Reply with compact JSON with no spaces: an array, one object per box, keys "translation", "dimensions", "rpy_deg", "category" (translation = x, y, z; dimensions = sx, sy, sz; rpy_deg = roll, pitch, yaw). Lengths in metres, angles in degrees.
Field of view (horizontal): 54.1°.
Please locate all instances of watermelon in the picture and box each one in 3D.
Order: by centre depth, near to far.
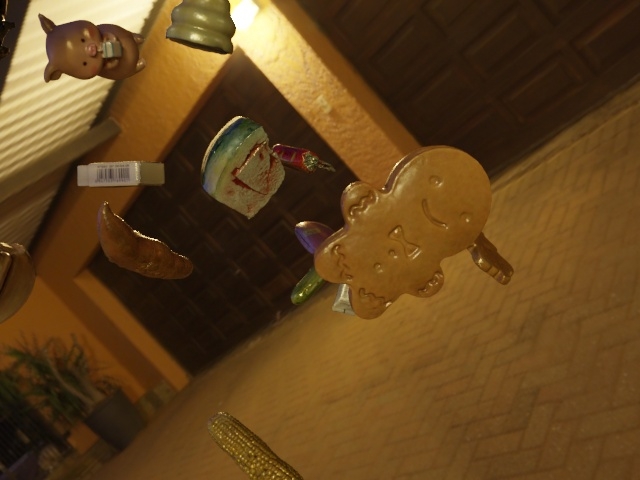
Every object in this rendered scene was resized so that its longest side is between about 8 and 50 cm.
[{"translation":[-0.199,-0.196,1.624],"dimensions":[0.213,0.201,0.261],"rpy_deg":[-53,26,3],"category":"watermelon"}]

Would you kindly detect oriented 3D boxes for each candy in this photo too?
[{"translation":[-0.071,-0.234,1.799],"dimensions":[0.292,0.086,0.059],"rpy_deg":[18,88,46],"category":"candy"}]

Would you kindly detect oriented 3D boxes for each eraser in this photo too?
[{"translation":[-0.665,-0.218,2.086],"dimensions":[0.279,0.081,0.124],"rpy_deg":[1,4,27],"category":"eraser"}]

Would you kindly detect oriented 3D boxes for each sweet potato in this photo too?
[{"translation":[-0.426,0.030,1.481],"dimensions":[0.106,0.095,0.354],"rpy_deg":[-53,-34,-7],"category":"sweet potato"}]

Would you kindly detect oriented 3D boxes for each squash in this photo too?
[{"translation":[-0.014,0.126,2.152],"dimensions":[0.239,0.069,0.069],"rpy_deg":[-49,6,-15],"category":"squash"}]

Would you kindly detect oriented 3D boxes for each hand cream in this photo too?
[{"translation":[0.102,0.127,2.077],"dimensions":[0.050,0.080,0.234],"rpy_deg":[137,146,-81],"category":"hand cream"}]

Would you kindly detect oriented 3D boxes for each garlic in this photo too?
[{"translation":[-0.642,0.102,1.176],"dimensions":[0.228,0.110,0.217],"rpy_deg":[-46,-17,7],"category":"garlic"}]

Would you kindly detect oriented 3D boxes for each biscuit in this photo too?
[{"translation":[0.161,-0.017,1.147],"dimensions":[0.355,0.275,0.052],"rpy_deg":[-39,22,1],"category":"biscuit"},{"translation":[0.438,0.024,1.712],"dimensions":[0.041,0.239,0.212],"rpy_deg":[-45,-34,25],"category":"biscuit"}]

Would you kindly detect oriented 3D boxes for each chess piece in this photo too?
[{"translation":[-0.282,-0.664,1.628],"dimensions":[0.182,0.182,0.330],"rpy_deg":[-68,-7,-81],"category":"chess piece"}]

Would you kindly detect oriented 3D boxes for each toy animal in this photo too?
[{"translation":[-0.849,-0.541,1.623],"dimensions":[0.146,0.114,0.245],"rpy_deg":[-20,58,47],"category":"toy animal"},{"translation":[-0.693,-0.571,1.908],"dimensions":[0.213,0.195,0.256],"rpy_deg":[7,12,21],"category":"toy animal"}]

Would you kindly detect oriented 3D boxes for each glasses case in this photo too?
[{"translation":[0.000,0.000,2.114],"dimensions":[0.316,0.123,0.076],"rpy_deg":[-133,49,-65],"category":"glasses case"}]

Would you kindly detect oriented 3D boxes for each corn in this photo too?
[{"translation":[-0.154,0.543,1.544],"dimensions":[0.097,0.320,0.097],"rpy_deg":[-46,-17,-18],"category":"corn"}]
